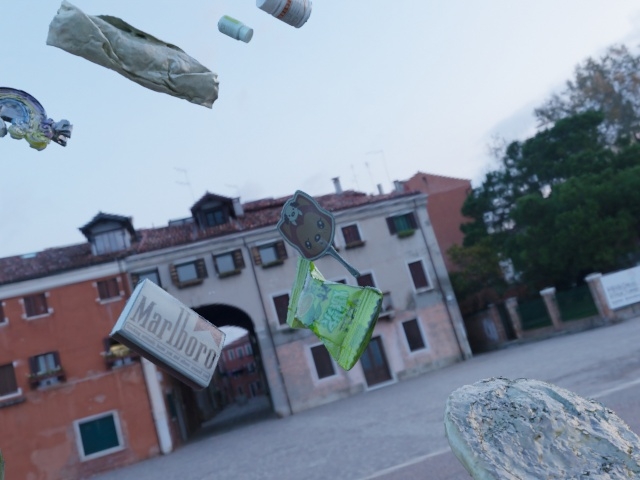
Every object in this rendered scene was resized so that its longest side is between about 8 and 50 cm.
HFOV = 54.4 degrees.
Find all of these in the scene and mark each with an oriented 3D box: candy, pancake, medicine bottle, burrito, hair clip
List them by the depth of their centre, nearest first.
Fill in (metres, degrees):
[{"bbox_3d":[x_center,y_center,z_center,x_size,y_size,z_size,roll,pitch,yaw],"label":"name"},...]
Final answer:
[{"bbox_3d":[0.353,0.313,0.943,0.356,0.356,0.065,-8,-57,-37],"label":"pancake"},{"bbox_3d":[-0.494,-0.196,1.012,0.172,0.116,0.049,15,-46,-31],"label":"hair clip"},{"bbox_3d":[-0.066,-0.427,1.128,0.089,0.057,0.057,18,-30,-32],"label":"medicine bottle"},{"bbox_3d":[0.004,0.126,1.146,0.069,0.149,0.246,19,2,-33],"label":"candy"},{"bbox_3d":[-0.392,-0.402,1.370,0.392,0.117,0.076,17,8,-36],"label":"burrito"},{"bbox_3d":[-0.214,-0.534,1.577,0.047,0.083,0.047,-58,-13,-21],"label":"medicine bottle"}]

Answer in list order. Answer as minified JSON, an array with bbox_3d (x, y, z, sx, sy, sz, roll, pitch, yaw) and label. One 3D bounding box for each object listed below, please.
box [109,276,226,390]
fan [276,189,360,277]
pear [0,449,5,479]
[{"bbox_3d":[-0.244,0.154,1.024,0.177,0.115,0.036,40,-50,-24],"label":"box"},{"bbox_3d":[0.000,0.000,1.257,0.009,0.220,0.132,-24,-28,-51],"label":"fan"},{"bbox_3d":[-0.574,0.314,0.781,0.317,0.239,0.342,-6,-13,-25],"label":"pear"}]
